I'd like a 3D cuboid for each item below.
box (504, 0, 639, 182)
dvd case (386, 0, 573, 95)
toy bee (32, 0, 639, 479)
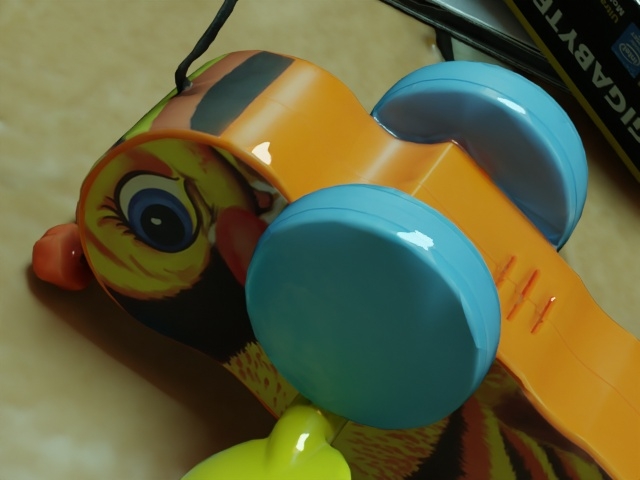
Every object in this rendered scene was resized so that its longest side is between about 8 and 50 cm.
[{"bbox_3d":[0.158,-0.214,0.708,0.257,0.079,0.322,-29,77,-26],"label":"box"},{"bbox_3d":[0.082,-0.143,0.737,0.221,0.018,0.164,27,43,-5],"label":"dvd case"},{"bbox_3d":[0.000,0.000,0.484,0.195,0.162,0.298,-19,86,-49],"label":"toy bee"}]
